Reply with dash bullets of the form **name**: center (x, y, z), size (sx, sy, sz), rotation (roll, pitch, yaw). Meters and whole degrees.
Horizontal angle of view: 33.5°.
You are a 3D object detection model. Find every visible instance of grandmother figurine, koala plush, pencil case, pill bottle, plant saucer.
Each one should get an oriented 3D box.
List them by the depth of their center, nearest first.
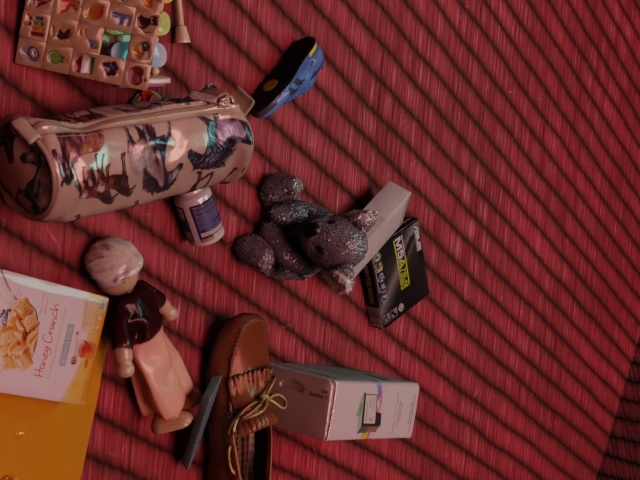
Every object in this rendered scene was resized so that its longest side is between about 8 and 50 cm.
- **pencil case**: center (-0.293, -0.140, 1.617), size (0.410, 0.160, 0.183), rotation (-16, 138, -43)
- **grandmother figurine**: center (-0.296, 0.151, 1.742), size (0.208, 0.104, 0.342), rotation (-83, 157, -66)
- **pill bottle**: center (-0.212, -0.055, 1.827), size (0.067, 0.067, 0.120), rotation (-40, 125, -39)
- **plant saucer**: center (-0.209, 0.316, 1.850), size (0.067, 0.018, 0.192), rotation (-67, 179, -53)
- **koala plush**: center (0.000, 0.000, 1.970), size (0.203, 0.221, 0.196), rotation (39, 66, -46)

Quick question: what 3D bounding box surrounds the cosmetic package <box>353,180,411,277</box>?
- **cosmetic package**: center (0.095, -0.014, 2.174), size (0.239, 0.060, 0.099), rotation (-46, 157, -40)

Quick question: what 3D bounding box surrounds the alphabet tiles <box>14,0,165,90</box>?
- **alphabet tiles**: center (-0.330, -0.357, 1.570), size (0.198, 0.009, 0.237), rotation (10, 100, -19)

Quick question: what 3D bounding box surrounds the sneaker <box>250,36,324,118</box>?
- **sneaker**: center (-0.054, -0.286, 1.979), size (0.209, 0.069, 0.082), rotation (-55, 137, -29)

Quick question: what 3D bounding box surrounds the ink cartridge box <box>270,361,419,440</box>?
- **ink cartridge box**: center (0.028, 0.312, 2.071), size (0.278, 0.201, 0.117), rotation (11, 87, -50)

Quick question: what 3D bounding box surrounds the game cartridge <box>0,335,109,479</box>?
- **game cartridge**: center (-0.468, 0.283, 1.597), size (0.285, 0.053, 0.323), rotation (19, 79, -50)

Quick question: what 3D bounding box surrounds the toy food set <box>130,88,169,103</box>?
- **toy food set**: center (-0.283, -0.209, 1.753), size (0.083, 0.020, 0.082), rotation (9, 89, -50)

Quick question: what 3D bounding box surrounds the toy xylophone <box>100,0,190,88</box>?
- **toy xylophone**: center (-0.283, -0.403, 1.673), size (0.236, 0.081, 0.322), rotation (-23, 114, -47)

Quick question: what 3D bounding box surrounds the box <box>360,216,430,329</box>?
- **box**: center (0.161, 0.069, 2.315), size (0.184, 0.045, 0.190), rotation (-30, 119, -41)

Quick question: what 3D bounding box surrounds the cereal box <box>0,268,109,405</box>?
- **cereal box**: center (-0.430, 0.140, 1.550), size (0.240, 0.047, 0.173), rotation (20, 78, -49)

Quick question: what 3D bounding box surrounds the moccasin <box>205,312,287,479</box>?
- **moccasin**: center (-0.132, 0.321, 1.923), size (0.139, 0.147, 0.380), rotation (4, 93, -50)
